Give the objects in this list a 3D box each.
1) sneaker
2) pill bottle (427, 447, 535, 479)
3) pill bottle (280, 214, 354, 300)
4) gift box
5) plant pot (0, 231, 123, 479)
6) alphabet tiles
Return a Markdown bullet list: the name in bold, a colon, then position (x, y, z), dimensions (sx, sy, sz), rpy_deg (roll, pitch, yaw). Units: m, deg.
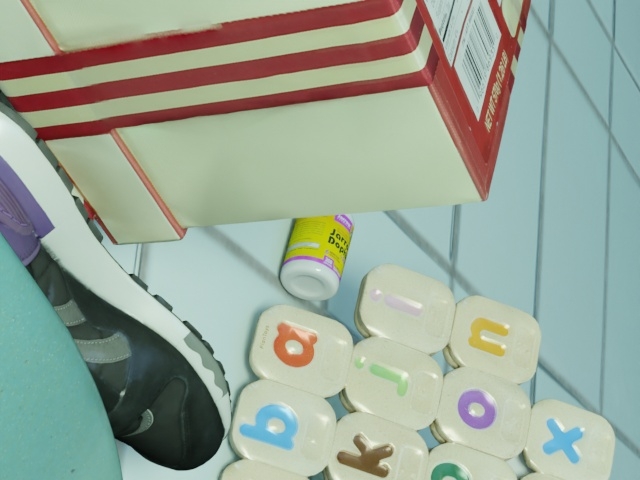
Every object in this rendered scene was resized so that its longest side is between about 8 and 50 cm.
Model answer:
- **sneaker**: position (-0.152, 0.056, 0.778), dimensions (0.283, 0.107, 0.124), rpy_deg (55, 54, -41)
- **pill bottle**: position (0.129, 0.342, 1.160), dimensions (0.210, 0.210, 0.362), rpy_deg (27, 62, -61)
- **pill bottle**: position (0.000, 0.000, 1.139), dimensions (0.043, 0.043, 0.083), rpy_deg (58, 36, -44)
- **gift box**: position (-0.043, -0.137, 0.821), dimensions (0.255, 0.258, 0.276), rpy_deg (-70, 146, -41)
- **plant pot**: position (-0.181, 0.073, 0.568), dimensions (0.165, 0.166, 0.234), rpy_deg (-57, 144, -20)
- **alphabet tiles**: position (0.069, 0.162, 1.073), dimensions (0.278, 0.021, 0.284), rpy_deg (19, 65, -14)
